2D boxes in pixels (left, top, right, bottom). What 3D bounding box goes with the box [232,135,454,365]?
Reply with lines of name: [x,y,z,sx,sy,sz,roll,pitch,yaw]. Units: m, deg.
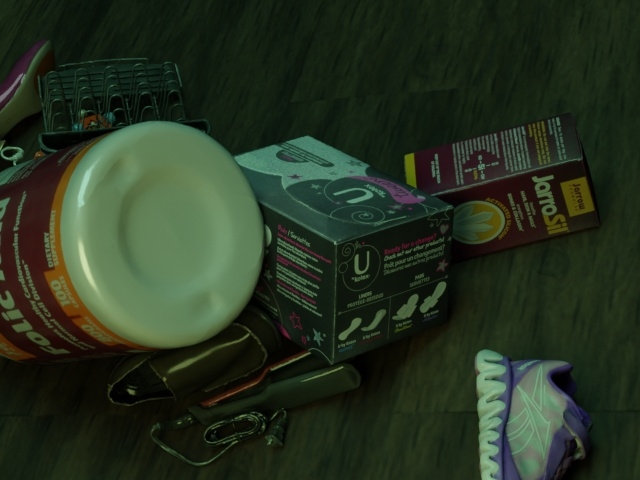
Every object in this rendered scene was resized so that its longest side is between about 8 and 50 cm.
box: [0.000,0.000,1.650,0.163,0.142,0.247,-18,32,-34]

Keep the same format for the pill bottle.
pill bottle: [-0.256,0.016,1.653,0.392,0.224,0.224,-12,35,52]

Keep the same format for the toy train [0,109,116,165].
toy train: [-0.318,-0.105,2.014,0.166,0.046,0.125,-26,46,-31]

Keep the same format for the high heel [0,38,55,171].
high heel: [-0.446,-0.182,2.144,0.117,0.082,0.244,7,62,18]

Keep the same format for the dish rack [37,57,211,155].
dish rack: [-0.259,-0.168,2.001,0.208,0.074,0.271,-5,39,-12]

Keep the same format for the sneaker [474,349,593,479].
sneaker: [0.198,0.191,1.439,0.104,0.095,0.236,-6,42,9]

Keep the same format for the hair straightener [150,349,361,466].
hair straightener: [-0.066,0.172,1.611,0.230,0.047,0.089,-19,41,6]

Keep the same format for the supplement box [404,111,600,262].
supplement box: [0.194,-0.054,1.684,0.188,0.104,0.081,-14,42,12]

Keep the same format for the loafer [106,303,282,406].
loafer: [-0.134,0.132,1.636,0.220,0.080,0.078,-24,22,33]
